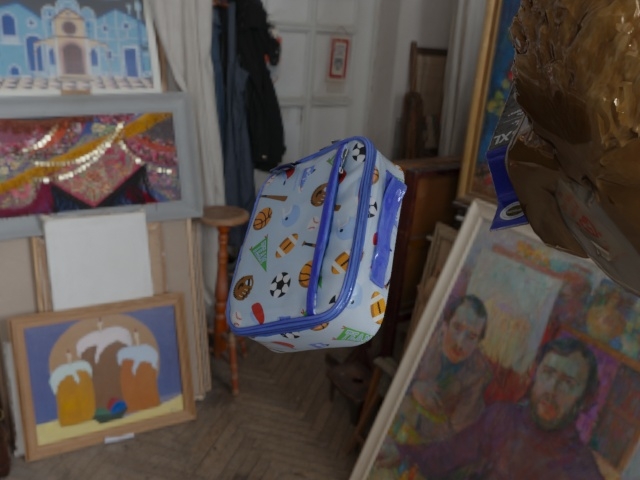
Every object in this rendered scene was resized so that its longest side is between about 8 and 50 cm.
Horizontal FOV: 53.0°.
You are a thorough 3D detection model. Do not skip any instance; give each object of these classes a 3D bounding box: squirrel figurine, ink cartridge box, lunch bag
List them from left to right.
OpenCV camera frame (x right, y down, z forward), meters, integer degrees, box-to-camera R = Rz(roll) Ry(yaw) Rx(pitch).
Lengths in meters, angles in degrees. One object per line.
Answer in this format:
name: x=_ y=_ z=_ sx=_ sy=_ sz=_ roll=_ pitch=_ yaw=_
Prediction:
lunch bag: x=0.000 y=0.000 z=0.891 sx=0.243 sy=0.303 sz=0.115 roll=-16 pitch=-38 yaw=41
ink cartridge box: x=0.308 y=-0.152 z=0.773 sx=0.176 sy=0.069 sz=0.371 roll=-14 pitch=30 yaw=34
squirrel figurine: x=0.332 y=-0.142 z=0.454 sx=0.370 sy=0.397 sz=0.281 roll=-37 pitch=34 yaw=3
